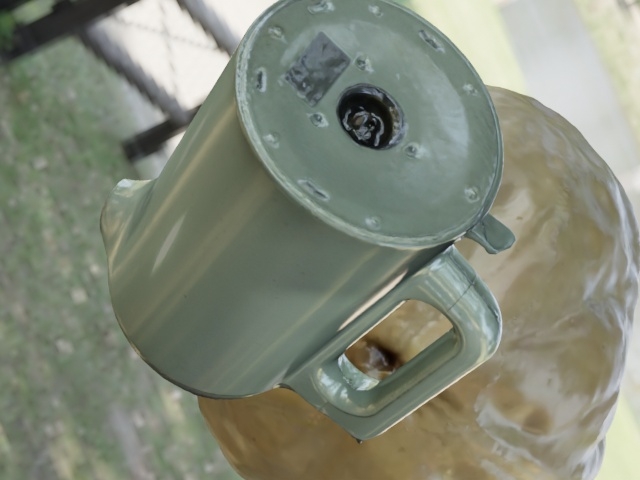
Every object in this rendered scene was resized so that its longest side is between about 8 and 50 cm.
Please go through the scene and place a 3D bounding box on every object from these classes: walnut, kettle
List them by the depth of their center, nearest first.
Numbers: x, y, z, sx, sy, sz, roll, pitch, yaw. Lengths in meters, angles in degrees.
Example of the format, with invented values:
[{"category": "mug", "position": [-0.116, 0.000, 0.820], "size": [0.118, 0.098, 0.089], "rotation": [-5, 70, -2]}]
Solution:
[{"category": "kettle", "position": [-0.001, -0.006, 0.651], "size": [0.126, 0.148, 0.098], "rotation": [14, 57, -20]}, {"category": "walnut", "position": [0.072, 0.054, 1.353], "size": [0.381, 0.381, 0.381], "rotation": [59, 14, -25]}]
